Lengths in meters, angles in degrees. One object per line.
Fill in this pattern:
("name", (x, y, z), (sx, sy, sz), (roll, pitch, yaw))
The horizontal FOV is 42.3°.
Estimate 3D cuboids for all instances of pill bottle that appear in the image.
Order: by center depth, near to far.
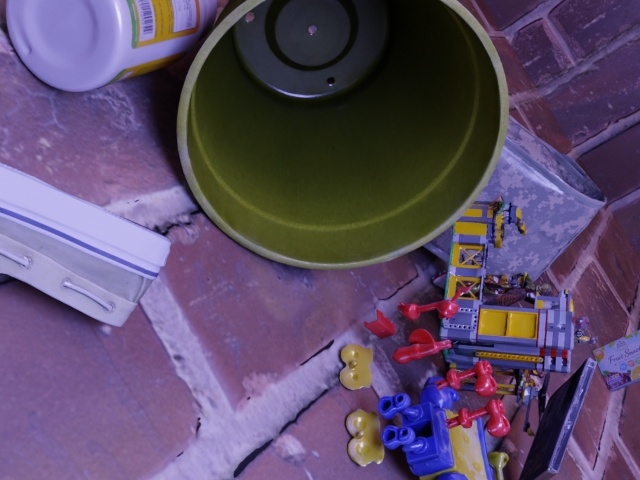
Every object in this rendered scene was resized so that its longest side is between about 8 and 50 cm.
("pill bottle", (-0.211, -0.250, 0.904), (0.136, 0.136, 0.245), (55, 27, -6))

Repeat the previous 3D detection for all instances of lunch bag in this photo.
("lunch bag", (0.283, -0.066, 1.346), (0.287, 0.235, 0.169), (40, 28, 5))

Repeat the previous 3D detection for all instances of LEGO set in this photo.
("LEGO set", (0.284, 0.097, 1.158), (0.331, 0.192, 0.254), (74, 25, -51))

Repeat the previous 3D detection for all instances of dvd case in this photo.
("dvd case", (0.325, 0.270, 1.162), (0.018, 0.221, 0.164), (23, 67, 12))

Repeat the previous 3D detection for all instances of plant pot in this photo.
("plant pot", (0.006, -0.211, 1.051), (0.366, 0.366, 0.353), (42, 19, -29))

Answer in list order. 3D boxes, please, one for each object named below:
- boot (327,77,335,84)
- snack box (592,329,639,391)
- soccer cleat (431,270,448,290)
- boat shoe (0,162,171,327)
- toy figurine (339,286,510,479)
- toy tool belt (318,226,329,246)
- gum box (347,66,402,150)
("boot", (0.108, -0.225, 1.359), (0.236, 0.179, 0.085), (47, 29, -18))
("snack box", (0.707, 0.271, 1.885), (0.037, 0.141, 0.100), (21, 44, -49))
("soccer cleat", (0.215, 0.073, 1.398), (0.083, 0.029, 0.035), (11, 48, -61))
("boat shoe", (-0.253, -0.011, 0.633), (0.302, 0.109, 0.094), (25, 84, -35))
("toy figurine", (0.171, 0.262, 0.972), (0.217, 0.191, 0.362), (39, 33, -41))
("toy tool belt", (0.000, 0.000, 1.090), (0.052, 0.051, 0.083), (52, 28, -13))
("gum box", (0.055, -0.174, 1.244), (0.041, 0.157, 0.184), (34, 36, -38))
